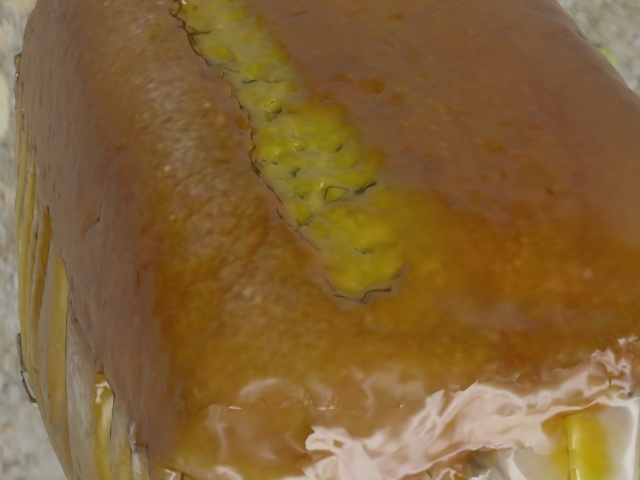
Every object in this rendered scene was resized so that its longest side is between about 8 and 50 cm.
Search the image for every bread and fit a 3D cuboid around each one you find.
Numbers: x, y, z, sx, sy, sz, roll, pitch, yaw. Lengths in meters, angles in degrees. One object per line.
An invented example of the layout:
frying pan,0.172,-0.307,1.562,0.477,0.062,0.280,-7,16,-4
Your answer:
bread,0.000,0.000,0.567,0.204,0.288,0.156,-18,133,-10
